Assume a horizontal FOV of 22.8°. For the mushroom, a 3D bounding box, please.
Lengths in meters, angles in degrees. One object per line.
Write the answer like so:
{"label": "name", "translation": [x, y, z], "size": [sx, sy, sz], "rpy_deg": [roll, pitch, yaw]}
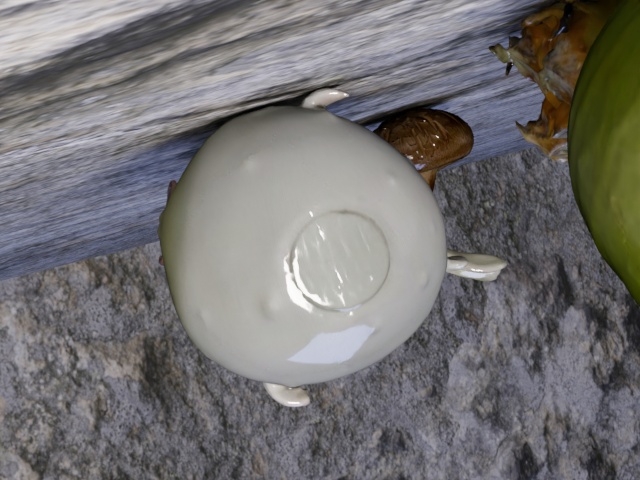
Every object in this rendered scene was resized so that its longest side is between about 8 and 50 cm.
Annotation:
{"label": "mushroom", "translation": [0.088, -0.083, 1.509], "size": [0.109, 0.085, 0.126], "rpy_deg": [-51, 175, 2]}

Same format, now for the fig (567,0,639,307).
{"label": "fig", "translation": [0.291, -0.054, 0.804], "size": [0.316, 0.316, 0.316], "rpy_deg": [-16, 179, 0]}

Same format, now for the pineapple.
{"label": "pineapple", "translation": [0.216, -0.112, 1.054], "size": [0.186, 0.114, 0.236], "rpy_deg": [-16, 176, 14]}

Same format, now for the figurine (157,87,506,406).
{"label": "figurine", "translation": [0.000, 0.000, 1.253], "size": [0.274, 0.227, 0.394], "rpy_deg": [12, -177, -12]}
